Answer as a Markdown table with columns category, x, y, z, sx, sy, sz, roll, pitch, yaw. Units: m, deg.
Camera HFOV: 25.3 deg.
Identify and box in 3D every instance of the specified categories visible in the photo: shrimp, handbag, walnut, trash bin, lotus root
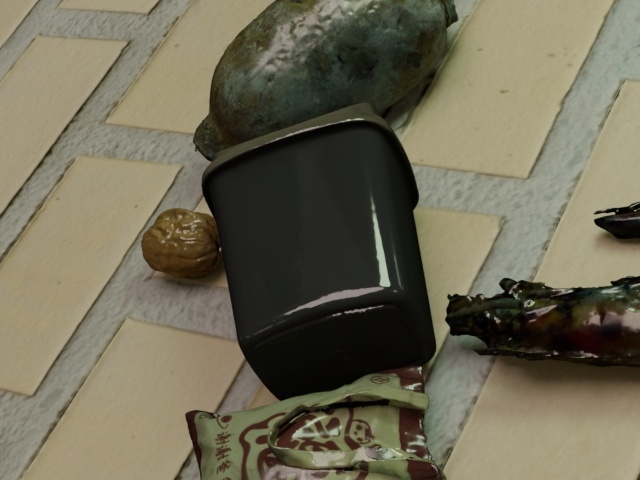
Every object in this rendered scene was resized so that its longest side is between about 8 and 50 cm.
| category | x | y | z | sx | sy | sz | roll | pitch | yaw |
| --- | --- | --- | --- | --- | --- | --- | --- | --- | --- |
| shrimp | 0.299 | 0.032 | 1.332 | 0.365 | 0.071 | 0.233 | -5 | 38 | 23 |
| handbag | -0.007 | 0.209 | 1.261 | 0.235 | 0.127 | 0.213 | -17 | 42 | 7 |
| walnut | -0.150 | 0.003 | 1.566 | 0.096 | 0.082 | 0.079 | 7 | 25 | 33 |
| trash bin | 0.000 | 0.000 | 1.424 | 0.209 | 0.182 | 0.290 | -18 | 49 | 9 |
| lotus root | 0.000 | -0.204 | 1.622 | 0.349 | 0.175 | 0.175 | -35 | 43 | -4 |
